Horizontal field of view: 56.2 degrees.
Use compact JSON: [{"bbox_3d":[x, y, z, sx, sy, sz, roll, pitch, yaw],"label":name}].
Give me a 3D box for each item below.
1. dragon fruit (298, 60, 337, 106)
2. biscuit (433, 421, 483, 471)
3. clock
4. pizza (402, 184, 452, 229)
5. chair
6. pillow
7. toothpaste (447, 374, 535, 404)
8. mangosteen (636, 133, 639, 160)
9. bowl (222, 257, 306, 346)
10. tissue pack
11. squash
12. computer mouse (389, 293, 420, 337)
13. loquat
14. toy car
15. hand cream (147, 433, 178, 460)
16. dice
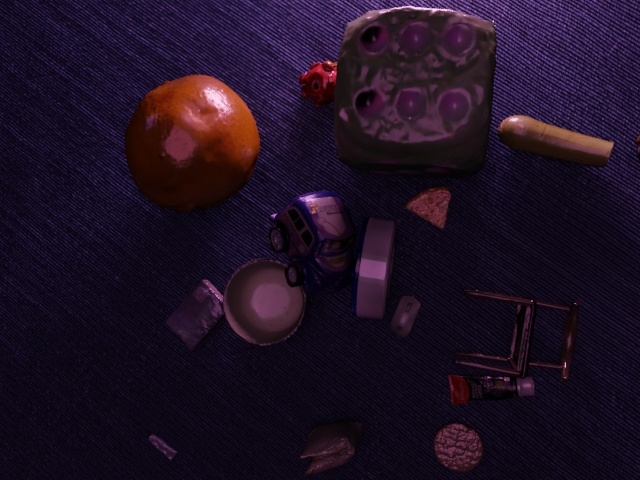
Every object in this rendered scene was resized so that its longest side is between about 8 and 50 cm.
[{"bbox_3d":[0.009,-0.393,1.487,0.126,0.068,0.112,0,89,13],"label":"dragon fruit"},{"bbox_3d":[0.328,0.492,1.426,0.120,0.015,0.120,0,89,11],"label":"biscuit"},{"bbox_3d":[0.124,0.064,1.369,0.083,0.230,0.230,7,90,7],"label":"clock"},{"bbox_3d":[0.269,-0.073,1.448,0.123,0.026,0.109,-23,87,7],"label":"pizza"},{"bbox_3d":[0.443,0.207,1.334,0.272,0.166,0.188,8,90,11],"label":"chair"},{"bbox_3d":[0.027,0.477,1.402,0.134,0.181,0.078,-20,88,10],"label":"pillow"},{"bbox_3d":[0.399,0.348,1.405,0.193,0.045,0.071,-6,87,17],"label":"toothpaste"},{"bbox_3d":[0.760,-0.218,1.314,0.140,0.140,0.140,0,88,11],"label":"mangosteen"},{"bbox_3d":[-0.126,0.148,1.476,0.211,0.112,0.211,0,89,10],"label":"bowl"},{"bbox_3d":[-0.313,0.193,1.544,0.112,0.051,0.156,44,97,12],"label":"tissue pack"},{"bbox_3d":[0.530,-0.225,1.370,0.250,0.083,0.083,18,92,11],"label":"squash"},{"bbox_3d":[0.204,0.182,1.450,0.056,0.032,0.110,22,93,10],"label":"computer mouse"},{"bbox_3d":[-0.303,-0.224,1.419,0.328,0.328,0.328,0,88,11],"label":"loquat"},{"bbox_3d":[0.000,0.000,1.388,0.158,0.172,0.235,-47,62,50],"label":"toy car"},{"bbox_3d":[-0.417,0.539,1.574,0.093,0.019,0.030,38,94,3],"label":"hand cream"},{"bbox_3d":[0.208,-0.306,1.313,0.322,0.330,0.318,4,91,10],"label":"dice"}]
